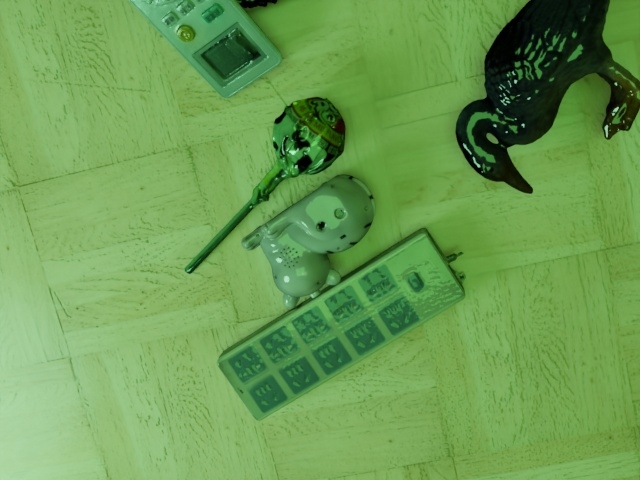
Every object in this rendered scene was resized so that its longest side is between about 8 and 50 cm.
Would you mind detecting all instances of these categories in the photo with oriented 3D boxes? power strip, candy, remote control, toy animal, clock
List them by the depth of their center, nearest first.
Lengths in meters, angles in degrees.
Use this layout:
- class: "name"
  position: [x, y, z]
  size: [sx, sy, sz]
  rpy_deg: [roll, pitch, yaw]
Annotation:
- class: "toy animal"
  position: [0.279, -0.198, 0.820]
  size: [0.185, 0.122, 0.299]
  rpy_deg: [21, 111, 5]
- class: "remote control"
  position: [-0.170, -0.298, 0.829]
  size: [0.103, 0.051, 0.293]
  rpy_deg: [-25, 123, 30]
- class: "clock"
  position: [0.000, 0.000, 0.909]
  size: [0.176, 0.080, 0.117]
  rpy_deg: [-34, 96, 12]
- class: "candy"
  position: [-0.085, -0.061, 0.914]
  size: [0.091, 0.083, 0.305]
  rpy_deg: [30, 115, -38]
- class: "power strip"
  position: [0.030, 0.110, 0.947]
  size: [0.367, 0.043, 0.106]
  rpy_deg: [-33, 97, 11]

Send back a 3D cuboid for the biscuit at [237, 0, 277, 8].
- class: "biscuit"
  position: [-0.092, -0.376, 0.856]
  size: [0.194, 0.053, 0.195]
  rpy_deg: [1, 102, 6]
